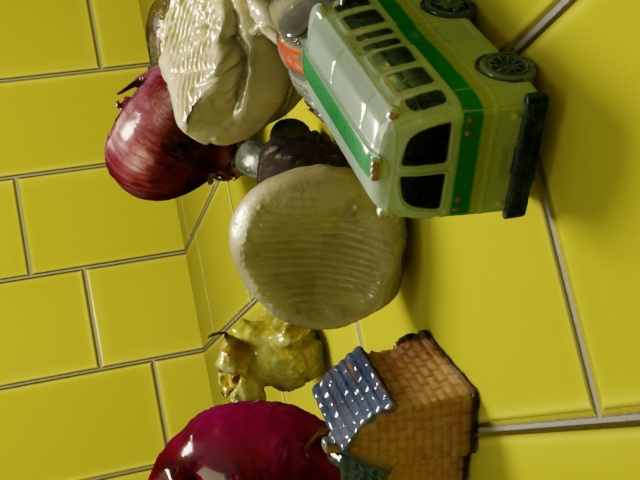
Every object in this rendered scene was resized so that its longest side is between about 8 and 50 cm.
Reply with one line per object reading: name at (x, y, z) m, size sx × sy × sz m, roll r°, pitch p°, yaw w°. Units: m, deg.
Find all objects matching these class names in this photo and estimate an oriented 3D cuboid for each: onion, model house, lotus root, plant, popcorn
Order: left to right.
lotus root at (-0.314, -0.433, 2.261) m, size 0.160 × 0.152 × 0.275 m, roll -108°, pitch 16°, yaw -61°
onion at (-0.256, -0.207, 1.988) m, size 0.285 × 0.347 × 0.347 m, roll 33°, pitch 153°, yaw 6°
popcorn at (-0.098, 0.195, 1.750) m, size 0.168 × 0.195 × 0.173 m, roll -127°, pitch 25°, yaw -45°
onion at (-0.082, 0.425, 1.612) m, size 0.420 × 0.398 × 0.398 m, roll -69°, pitch -26°, yaw -76°
plant at (-0.030, -0.090, 1.443) m, size 0.274 × 0.146 × 0.149 m, roll -122°, pitch 38°, yaw -62°
model house at (0.074, 0.227, 1.183) m, size 0.166 × 0.172 × 0.183 m, roll -130°, pitch 34°, yaw -61°

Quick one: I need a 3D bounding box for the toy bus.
toy bus at (0.083, -0.140, 0.942) m, size 0.276 × 0.164 × 0.134 m, roll -118°, pitch 25°, yaw -49°

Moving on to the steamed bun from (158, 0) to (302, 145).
steamed bun at (-0.099, -0.301, 1.452) m, size 0.275 × 0.206 × 0.320 m, roll 51°, pitch 121°, yaw 44°

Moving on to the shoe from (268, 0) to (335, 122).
shoe at (0.026, -0.203, 1.166) m, size 0.336 × 0.132 × 0.171 m, roll 124°, pitch 126°, yaw -82°

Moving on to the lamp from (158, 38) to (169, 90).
lamp at (-0.181, -0.311, 1.754) m, size 0.223 × 0.196 × 0.223 m, roll 44°, pitch -179°, yaw -1°

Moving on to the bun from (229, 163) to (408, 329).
bun at (0.000, 0.000, 1.261) m, size 0.133 × 0.231 × 0.231 m, roll -90°, pitch -2°, yaw -65°
